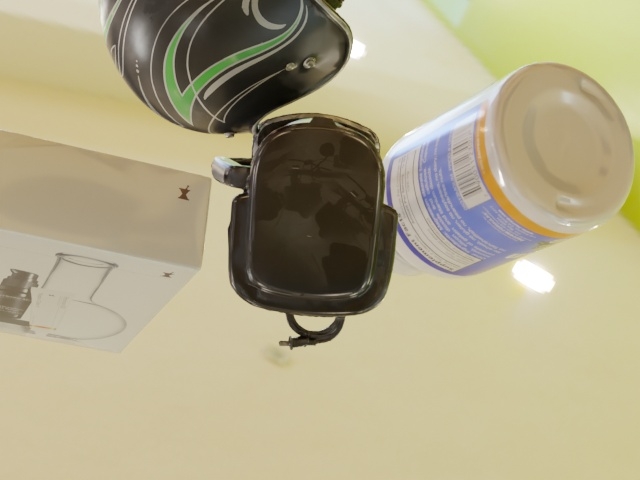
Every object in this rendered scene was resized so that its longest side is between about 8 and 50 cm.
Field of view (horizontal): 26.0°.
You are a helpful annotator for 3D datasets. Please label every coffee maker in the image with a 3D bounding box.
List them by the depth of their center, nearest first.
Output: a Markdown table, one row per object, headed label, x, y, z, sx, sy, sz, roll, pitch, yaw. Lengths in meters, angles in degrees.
| label | x | y | z | sx | sy | sz | roll | pitch | yaw |
| --- | --- | --- | --- | --- | --- | --- | --- | --- | --- |
| coffee maker | 0.000 | 0.000 | 0.940 | 0.120 | 0.171 | 0.178 | -18 | -172 | 3 |

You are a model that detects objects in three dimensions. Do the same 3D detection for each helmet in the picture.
| label | x | y | z | sx | sy | sz | roll | pitch | yaw |
| --- | --- | --- | --- | --- | --- | --- | --- | --- | --- |
| helmet | -0.068 | -0.154 | 0.933 | 0.169 | 0.161 | 0.169 | 46 | -154 | -31 |

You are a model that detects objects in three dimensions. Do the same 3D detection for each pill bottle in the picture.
| label | x | y | z | sx | sy | sz | roll | pitch | yaw |
| --- | --- | --- | --- | --- | --- | --- | --- | --- | --- |
| pill bottle | 0.145 | -0.049 | 1.270 | 0.152 | 0.272 | 0.152 | 8 | -107 | -26 |

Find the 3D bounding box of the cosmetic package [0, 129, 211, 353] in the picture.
| label | x | y | z | sx | sy | sz | roll | pitch | yaw |
| --- | --- | --- | --- | --- | --- | --- | --- | --- | --- |
| cosmetic package | -0.317 | -0.008 | 1.218 | 0.377 | 0.284 | 0.097 | 12 | -115 | -18 |
